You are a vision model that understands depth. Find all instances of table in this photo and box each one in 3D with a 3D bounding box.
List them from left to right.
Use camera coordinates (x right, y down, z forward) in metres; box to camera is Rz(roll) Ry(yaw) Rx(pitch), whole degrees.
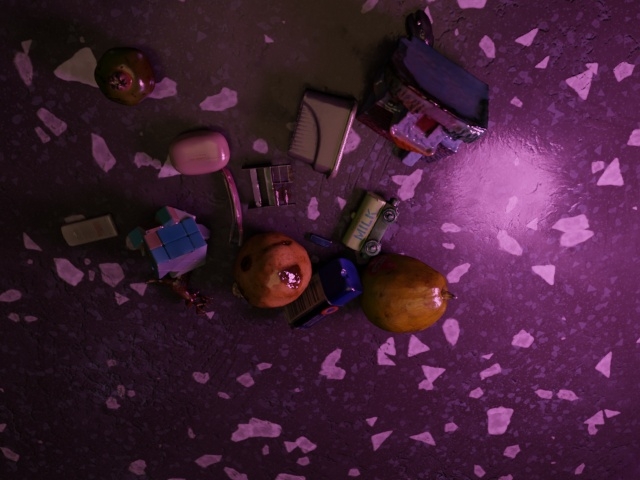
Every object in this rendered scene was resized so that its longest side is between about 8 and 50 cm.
[{"bbox_3d":[-0.179,-0.194,1.728,0.175,0.062,0.146,-6,113,1],"label":"table"}]

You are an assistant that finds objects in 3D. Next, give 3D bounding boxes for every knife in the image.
[{"bbox_3d":[-0.315,-0.124,1.755,0.053,0.123,0.278,-14,104,-32],"label":"knife"}]

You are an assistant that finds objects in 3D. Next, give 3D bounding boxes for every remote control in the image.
[{"bbox_3d":[-0.833,-0.037,1.784,0.190,0.029,0.087,-14,113,3],"label":"remote control"}]

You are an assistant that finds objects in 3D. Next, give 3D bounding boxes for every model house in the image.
[{"bbox_3d":[0.287,-0.396,1.577,0.360,0.297,0.339,27,140,-14],"label":"model house"}]

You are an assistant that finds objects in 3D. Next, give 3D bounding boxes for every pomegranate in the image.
[{"bbox_3d":[-0.598,-0.497,1.501,0.180,0.209,0.180,-2,112,-6],"label":"pomegranate"},{"bbox_3d":[-0.170,0.109,1.746,0.281,0.281,0.281,-1,113,-2],"label":"pomegranate"}]

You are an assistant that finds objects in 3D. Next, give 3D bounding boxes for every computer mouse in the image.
[{"bbox_3d":[0.319,-0.656,1.563,0.079,0.047,0.135,-19,110,5],"label":"computer mouse"}]

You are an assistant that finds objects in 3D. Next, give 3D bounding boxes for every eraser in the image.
[{"bbox_3d":[-0.002,0.196,1.808,0.102,0.155,0.332,13,139,-46],"label":"eraser"}]

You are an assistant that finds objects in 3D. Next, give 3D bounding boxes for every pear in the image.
[{"bbox_3d":[0.304,0.190,1.767,0.375,0.287,0.287,0,118,36],"label":"pear"}]

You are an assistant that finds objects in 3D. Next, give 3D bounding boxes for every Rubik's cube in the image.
[{"bbox_3d":[-0.507,-0.009,1.707,0.265,0.224,0.213,-24,72,-25],"label":"Rubik's cube"}]

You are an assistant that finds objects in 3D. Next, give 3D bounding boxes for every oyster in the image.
[{"bbox_3d":[-0.257,0.192,1.897,0.166,0.053,0.108,19,101,-3],"label":"oyster"}]

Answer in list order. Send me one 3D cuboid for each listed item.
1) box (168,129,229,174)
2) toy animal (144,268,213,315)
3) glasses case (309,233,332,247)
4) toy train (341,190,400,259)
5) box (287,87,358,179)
[{"bbox_3d":[-0.407,-0.295,1.661,0.200,0.088,0.146,-9,114,3],"label":"box"},{"bbox_3d":[-0.513,0.153,1.850,0.260,0.087,0.243,20,112,-7],"label":"toy animal"},{"bbox_3d":[0.000,0.000,1.840,0.083,0.023,0.033,22,115,-10],"label":"glasses case"},{"bbox_3d":[0.179,-0.060,1.790,0.157,0.105,0.253,28,110,2],"label":"toy train"},{"bbox_3d":[0.003,-0.357,1.638,0.178,0.138,0.274,17,109,-3],"label":"box"}]
